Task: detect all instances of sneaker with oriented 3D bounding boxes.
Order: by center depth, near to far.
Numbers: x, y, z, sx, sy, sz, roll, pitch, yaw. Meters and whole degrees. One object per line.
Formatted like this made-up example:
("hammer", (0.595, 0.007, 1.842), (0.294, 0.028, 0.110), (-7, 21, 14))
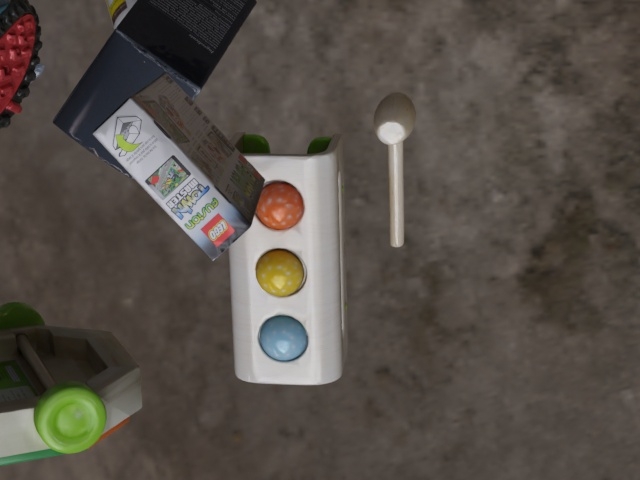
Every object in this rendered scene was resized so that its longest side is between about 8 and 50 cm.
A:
("sneaker", (-0.333, -0.107, 1.234), (0.262, 0.104, 0.125), (-47, 68, 0))

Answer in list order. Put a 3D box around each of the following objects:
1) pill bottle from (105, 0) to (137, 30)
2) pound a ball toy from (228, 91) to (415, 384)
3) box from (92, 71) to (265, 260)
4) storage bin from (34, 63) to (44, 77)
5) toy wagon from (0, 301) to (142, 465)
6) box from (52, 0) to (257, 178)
("pill bottle", (-0.223, -0.354, 1.973), (0.117, 0.117, 0.215), (-37, 64, 44))
("pound a ball toy", (0.000, 0.000, 1.781), (0.208, 0.136, 0.319), (2, 110, 8))
("box", (-0.092, -0.057, 1.099), (0.036, 0.207, 0.114), (-42, 97, 7))
("storage bin", (-0.429, -0.241, 2.030), (0.098, 0.135, 0.091), (-38, 79, 20))
("toy wagon", (-0.332, 0.132, 1.332), (0.267, 0.344, 0.068), (-148, 52, -66))
("box", (-0.175, -0.193, 1.701), (0.108, 0.207, 0.153), (36, 127, -9))
